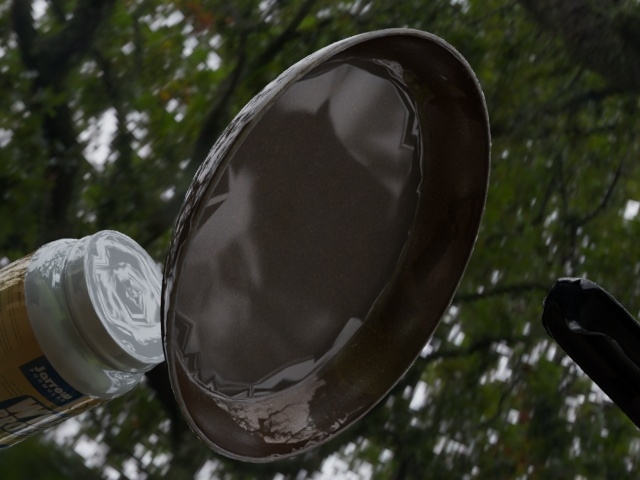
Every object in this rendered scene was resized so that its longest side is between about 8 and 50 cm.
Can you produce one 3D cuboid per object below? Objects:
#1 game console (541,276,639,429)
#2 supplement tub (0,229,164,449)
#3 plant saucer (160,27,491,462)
[{"bbox_3d":[0.269,0.153,0.956,0.361,0.213,0.044,45,-104,-3],"label":"game console"},{"bbox_3d":[-0.238,0.085,1.421,0.200,0.144,0.144,-26,-76,26],"label":"supplement tub"},{"bbox_3d":[0.000,0.000,1.105,0.050,0.310,0.310,29,-57,34],"label":"plant saucer"}]
